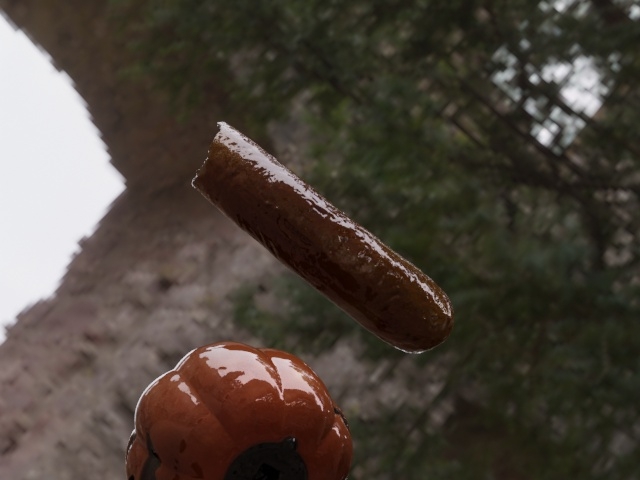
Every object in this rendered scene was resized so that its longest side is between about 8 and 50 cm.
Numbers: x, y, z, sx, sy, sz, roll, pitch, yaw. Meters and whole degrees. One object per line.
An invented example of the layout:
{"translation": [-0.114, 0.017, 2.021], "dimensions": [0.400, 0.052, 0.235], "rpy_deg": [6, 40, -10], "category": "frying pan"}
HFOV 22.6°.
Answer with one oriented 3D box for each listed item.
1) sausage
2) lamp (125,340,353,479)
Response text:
{"translation": [0.000, 0.001, 1.522], "dimensions": [0.302, 0.076, 0.103], "rpy_deg": [39, 8, 6], "category": "sausage"}
{"translation": [-0.070, 0.174, 1.334], "dimensions": [0.188, 0.187, 0.164], "rpy_deg": [58, -10, -26], "category": "lamp"}
